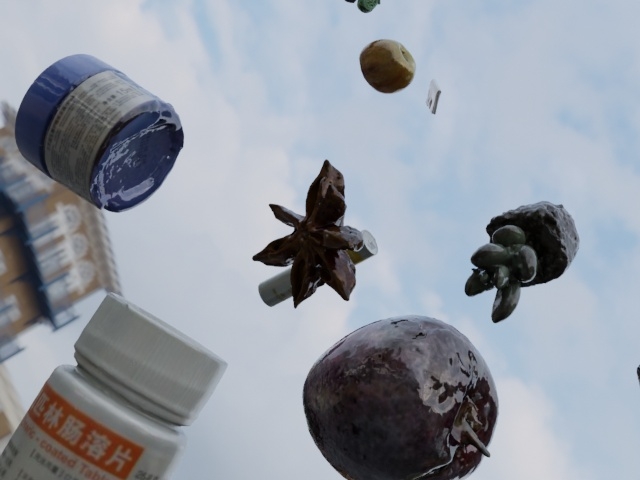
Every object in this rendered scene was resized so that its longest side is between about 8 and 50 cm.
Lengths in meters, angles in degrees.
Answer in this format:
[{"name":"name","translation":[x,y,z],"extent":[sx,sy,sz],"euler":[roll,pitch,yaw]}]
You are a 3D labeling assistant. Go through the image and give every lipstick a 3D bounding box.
[{"name":"lipstick","translation":[-0.008,0.058,2.148],"extent":[0.264,0.059,0.059],"euler":[-28,-86,26]}]

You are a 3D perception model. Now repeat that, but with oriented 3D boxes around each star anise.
[{"name":"star anise","translation":[0.000,0.001,1.640],"extent":[0.111,0.212,0.196],"euler":[28,12,-40]}]

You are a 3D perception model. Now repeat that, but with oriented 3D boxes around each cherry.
[{"name":"cherry","translation":[0.074,0.161,1.052],"extent":[0.195,0.195,0.195],"euler":[37,-35,32]}]

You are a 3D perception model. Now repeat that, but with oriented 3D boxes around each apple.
[{"name":"apple","translation":[0.099,-0.255,1.571],"extent":[0.071,0.084,0.084],"euler":[-28,-86,22]}]

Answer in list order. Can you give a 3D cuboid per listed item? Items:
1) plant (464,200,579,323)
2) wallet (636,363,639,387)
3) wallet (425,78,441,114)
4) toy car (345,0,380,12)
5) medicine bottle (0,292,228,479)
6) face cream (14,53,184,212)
[{"name":"plant","translation":[0.339,0.027,1.872],"extent":[0.149,0.274,0.146],"euler":[-29,-87,42]},{"name":"wallet","translation":[0.584,0.291,1.685],"extent":[0.230,0.042,0.124],"euler":[43,-19,53]},{"name":"wallet","translation":[0.186,-0.236,1.769],"extent":[0.083,0.011,0.044],"euler":[-96,-162,-69]},{"name":"toy car","translation":[0.027,-0.397,1.626],"extent":[0.054,0.143,0.073],"euler":[-59,-144,12]},{"name":"medicine bottle","translation":[-0.297,0.274,1.435],"extent":[0.211,0.371,0.211],"euler":[30,-5,3]},{"name":"face cream","translation":[-0.418,-0.200,2.059],"extent":[0.225,0.249,0.249],"euler":[35,-36,25]}]
